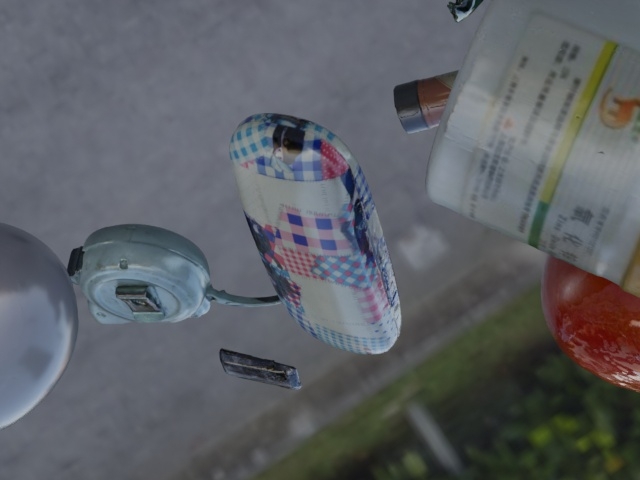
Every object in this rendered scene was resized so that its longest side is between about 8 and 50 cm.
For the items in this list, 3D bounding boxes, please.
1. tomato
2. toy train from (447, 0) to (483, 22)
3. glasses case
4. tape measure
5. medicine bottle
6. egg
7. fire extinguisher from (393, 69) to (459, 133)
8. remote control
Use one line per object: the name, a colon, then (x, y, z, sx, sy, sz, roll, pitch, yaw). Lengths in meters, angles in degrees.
tomato: (0.394, 0.032, 1.809, 0.290, 0.325, 0.293, 38, 78, -37)
toy train: (0.255, -0.294, 1.843, 0.237, 0.150, 0.369, -68, 165, -3)
glasses case: (0.000, 0.000, 1.683, 0.076, 0.125, 0.327, -58, 148, -29)
tape measure: (-0.121, 0.040, 1.947, 0.330, 0.084, 0.164, -3, 154, 18)
medicine bottle: (0.227, -0.092, 1.326, 0.238, 0.231, 0.238, 23, 90, -79)
egg: (-0.252, 0.066, 1.199, 0.198, 0.146, 0.146, -37, 163, 31)
fire extinguisher: (0.156, -0.140, 1.576, 0.177, 0.050, 0.062, -14, 175, 18)
remote control: (-0.066, 0.140, 1.859, 0.014, 0.096, 0.039, -60, 149, -35)
